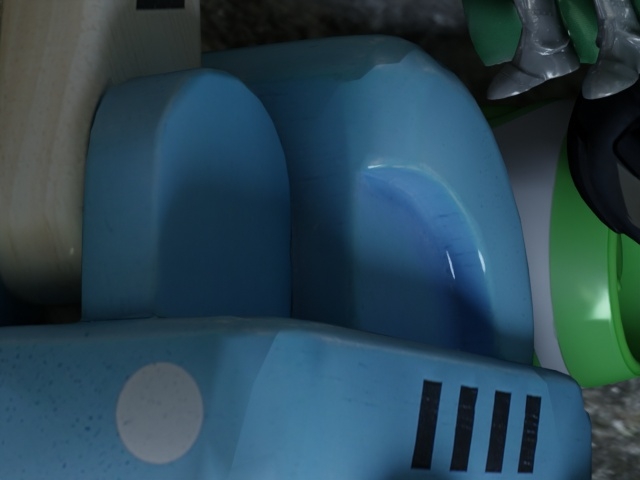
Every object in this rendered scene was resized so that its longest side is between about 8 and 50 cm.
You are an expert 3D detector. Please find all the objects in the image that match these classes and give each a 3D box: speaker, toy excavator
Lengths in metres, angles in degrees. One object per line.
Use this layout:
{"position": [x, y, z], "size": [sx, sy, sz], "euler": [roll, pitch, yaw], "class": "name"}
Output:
{"position": [0.000, 0.000, 0.765], "size": [0.296, 0.131, 0.131], "euler": [1, 137, 25], "class": "speaker"}
{"position": [-0.057, -0.028, 0.545], "size": [0.222, 0.445, 0.433], "euler": [-6, 169, 28], "class": "toy excavator"}

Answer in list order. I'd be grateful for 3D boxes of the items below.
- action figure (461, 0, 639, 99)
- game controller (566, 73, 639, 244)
{"position": [0.056, -0.161, 0.562], "size": [0.137, 0.063, 0.232], "euler": [3, 117, 52], "class": "action figure"}
{"position": [0.255, -0.012, 0.640], "size": [0.319, 0.067, 0.166], "euler": [30, 100, -10], "class": "game controller"}
